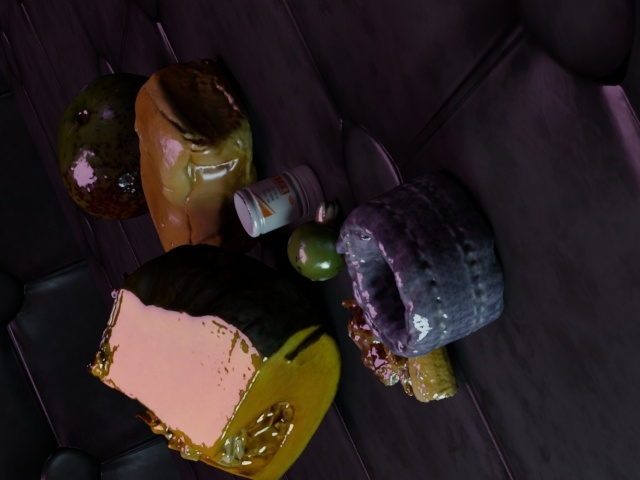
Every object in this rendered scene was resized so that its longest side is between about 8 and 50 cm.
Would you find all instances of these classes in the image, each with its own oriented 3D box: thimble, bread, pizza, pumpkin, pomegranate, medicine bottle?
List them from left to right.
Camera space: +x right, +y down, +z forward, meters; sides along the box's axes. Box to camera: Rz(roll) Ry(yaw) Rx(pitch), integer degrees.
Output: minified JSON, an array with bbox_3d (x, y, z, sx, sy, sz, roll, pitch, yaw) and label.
[{"bbox_3d":[-0.257,-0.115,1.943,0.248,0.214,0.214,38,-176,-37],"label":"pomegranate"},{"bbox_3d":[-0.157,-0.085,1.735,0.294,0.132,0.167,91,158,-57],"label":"bread"},{"bbox_3d":[-0.117,0.150,1.689,0.225,0.256,0.303,34,174,24],"label":"pumpkin"},{"bbox_3d":[-0.047,-0.044,1.512,0.057,0.089,0.057,57,160,33],"label":"medicine bottle"},{"bbox_3d":[0.000,0.001,1.482,0.073,0.073,0.085,130,154,-71],"label":"pomegranate"},{"bbox_3d":[0.064,0.089,1.374,0.154,0.069,0.194,67,162,-2],"label":"pizza"},{"bbox_3d":[0.085,0.022,1.177,0.150,0.097,0.150,55,159,33],"label":"thimble"}]
